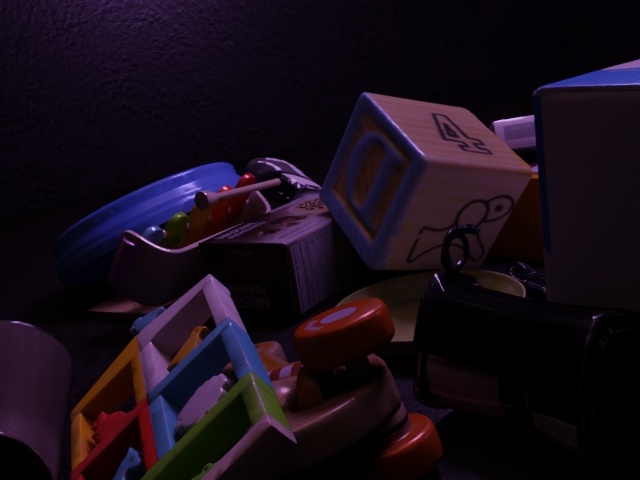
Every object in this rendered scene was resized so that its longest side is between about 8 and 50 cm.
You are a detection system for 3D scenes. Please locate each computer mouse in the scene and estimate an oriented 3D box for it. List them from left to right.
[{"bbox_3d":[0.356,0.028,0.980,0.192,0.042,0.106,-15,14,-17],"label":"computer mouse"}]

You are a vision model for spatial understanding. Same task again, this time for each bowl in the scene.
[{"bbox_3d":[-0.314,-0.033,1.376,0.391,0.077,0.391,-27,-1,-1],"label":"bowl"}]

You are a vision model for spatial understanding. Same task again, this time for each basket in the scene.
[{"bbox_3d":[-0.320,0.184,0.668,0.204,0.154,0.227,-17,19,-20],"label":"basket"}]

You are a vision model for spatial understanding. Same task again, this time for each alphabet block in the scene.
[{"bbox_3d":[0.145,-0.081,1.060,0.197,0.193,0.193,3,37,-31],"label":"alphabet block"}]

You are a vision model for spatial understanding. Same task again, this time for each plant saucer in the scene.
[{"bbox_3d":[0.134,0.091,0.909,0.240,0.037,0.241,-11,14,3],"label":"plant saucer"}]

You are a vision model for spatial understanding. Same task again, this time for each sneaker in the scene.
[{"bbox_3d":[-0.035,-0.084,1.389,0.234,0.078,0.106,31,6,-18],"label":"sneaker"}]

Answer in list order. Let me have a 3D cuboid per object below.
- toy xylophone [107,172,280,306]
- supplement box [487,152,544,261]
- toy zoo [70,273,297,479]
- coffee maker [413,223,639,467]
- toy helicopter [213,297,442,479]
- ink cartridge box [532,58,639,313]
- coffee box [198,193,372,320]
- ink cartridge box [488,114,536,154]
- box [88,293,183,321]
[{"bbox_3d":[-0.183,-0.016,1.183,0.081,0.236,0.322,40,26,17],"label":"toy xylophone"},{"bbox_3d":[0.346,-0.062,1.161,0.194,0.129,0.191,-21,16,-35],"label":"supplement box"},{"bbox_3d":[-0.133,0.142,0.611,0.192,0.030,0.293,-45,28,2],"label":"toy zoo"},{"bbox_3d":[0.175,0.084,0.626,0.120,0.171,0.178,-22,18,-37],"label":"coffee maker"},{"bbox_3d":[-0.058,0.155,0.698,0.234,0.140,0.355,-24,6,-13],"label":"toy helicopter"},{"bbox_3d":[0.401,-0.043,0.715,0.394,0.286,0.166,-20,19,-34],"label":"ink cartridge box"},{"bbox_3d":[-0.028,0.015,1.162,0.168,0.119,0.297,1,18,35],"label":"coffee box"},{"bbox_3d":[0.370,-0.169,1.244,0.180,0.056,0.225,-9,-6,5],"label":"ink cartridge box"},{"bbox_3d":[-0.261,0.097,1.223,0.201,0.021,0.164,0,18,36],"label":"box"}]
